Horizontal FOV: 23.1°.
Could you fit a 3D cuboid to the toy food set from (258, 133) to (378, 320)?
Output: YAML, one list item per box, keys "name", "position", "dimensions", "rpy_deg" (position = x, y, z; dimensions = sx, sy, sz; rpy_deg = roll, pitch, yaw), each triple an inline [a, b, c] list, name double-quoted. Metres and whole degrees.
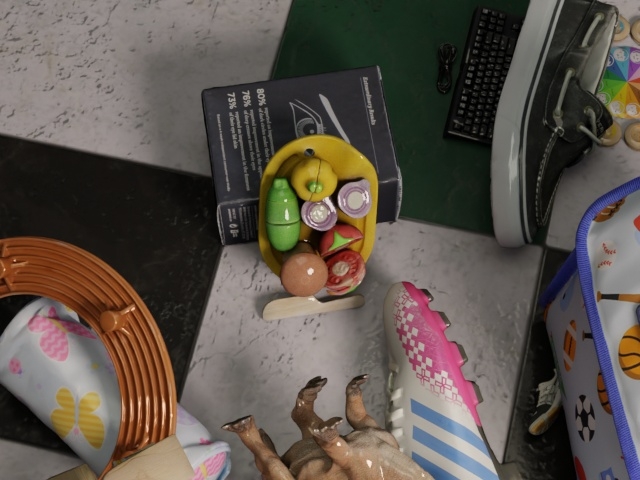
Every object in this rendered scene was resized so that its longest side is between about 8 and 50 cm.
- name: "toy food set"
  position: [0.000, 0.000, 1.661]
  dimensions: [0.128, 0.217, 0.071]
  rpy_deg: [-1, 24, -6]

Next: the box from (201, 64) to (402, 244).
- name: "box"
  position: [-0.022, -0.095, 1.754]
  dimensions: [0.207, 0.108, 0.153]
  rpy_deg: [-7, 65, -3]

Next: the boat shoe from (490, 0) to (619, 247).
- name: "boat shoe"
  position: [0.268, -0.145, 1.756]
  dimensions: [0.119, 0.121, 0.335]
  rpy_deg: [7, 67, 17]

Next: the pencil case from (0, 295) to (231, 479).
- name: "pencil case"
  position: [-0.221, 0.176, 1.631]
  dimensions: [0.273, 0.124, 0.113]
  rpy_deg: [40, 108, 18]

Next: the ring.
- name: "ring"
  position: [-0.299, 0.163, 1.581]
  dimensions: [0.337, 0.032, 0.336]
  rpy_deg: [2, 94, 24]

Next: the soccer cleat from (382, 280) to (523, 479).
- name: "soccer cleat"
  position: [0.108, 0.198, 1.617]
  dimensions: [0.143, 0.116, 0.331]
  rpy_deg: [-24, 64, 0]

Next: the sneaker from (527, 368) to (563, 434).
- name: "sneaker"
  position: [0.241, 0.172, 1.675]
  dimensions: [0.037, 0.032, 0.083]
  rpy_deg: [33, 60, 21]

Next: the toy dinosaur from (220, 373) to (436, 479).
- name: "toy dinosaur"
  position: [0.020, 0.248, 1.546]
  dimensions: [0.127, 0.296, 0.200]
  rpy_deg: [-30, 104, -41]

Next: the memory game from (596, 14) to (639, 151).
- name: "memory game"
  position: [0.361, -0.188, 1.846]
  dimensions: [0.186, 0.012, 0.186]
  rpy_deg: [0, 65, 1]

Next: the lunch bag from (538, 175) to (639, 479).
- name: "lunch bag"
  position: [0.365, 0.120, 1.487]
  dimensions: [0.239, 0.385, 0.327]
  rpy_deg: [-3, 66, -13]

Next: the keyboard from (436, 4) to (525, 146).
- name: "keyboard"
  position: [0.187, -0.197, 1.847]
  dimensions: [0.108, 0.023, 0.180]
  rpy_deg: [13, 65, 6]

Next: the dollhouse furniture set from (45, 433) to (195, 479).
- name: "dollhouse furniture set"
  position: [-0.194, 0.326, 1.407]
  dimensions: [0.161, 0.212, 0.242]
  rpy_deg: [-26, 90, -40]
